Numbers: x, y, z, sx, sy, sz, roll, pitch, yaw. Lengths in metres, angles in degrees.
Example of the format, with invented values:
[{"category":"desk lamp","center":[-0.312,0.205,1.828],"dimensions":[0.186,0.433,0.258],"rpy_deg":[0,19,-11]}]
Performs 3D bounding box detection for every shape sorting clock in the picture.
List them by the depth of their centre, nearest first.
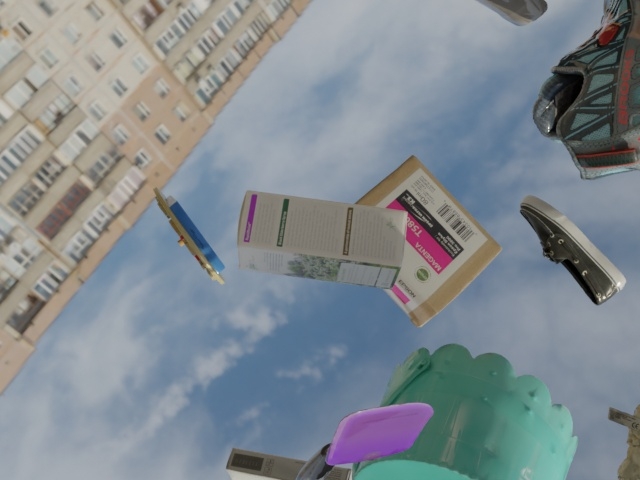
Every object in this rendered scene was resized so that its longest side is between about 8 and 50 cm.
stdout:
[{"category":"shape sorting clock","center":[-0.232,-0.006,1.339],"dimensions":[0.040,0.206,0.206],"rpy_deg":[-36,-148,-9]}]

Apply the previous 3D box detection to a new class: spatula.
[{"category":"spatula","center":[0.022,0.198,0.709],"dimensions":[0.296,0.084,0.030],"rpy_deg":[122,-41,-62]}]

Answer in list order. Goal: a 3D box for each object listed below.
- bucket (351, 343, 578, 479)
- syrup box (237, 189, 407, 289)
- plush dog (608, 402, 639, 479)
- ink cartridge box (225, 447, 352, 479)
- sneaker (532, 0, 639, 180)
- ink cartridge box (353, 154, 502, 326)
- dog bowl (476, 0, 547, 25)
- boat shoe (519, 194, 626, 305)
[{"category":"bucket","center":[0.182,0.297,1.002],"dimensions":[0.281,0.281,0.183],"rpy_deg":[-10,-150,37]},{"category":"syrup box","center":[0.000,0.000,1.117],"dimensions":[0.237,0.093,0.096],"rpy_deg":[8,-115,0]},{"category":"plush dog","center":[0.673,0.349,1.373],"dimensions":[0.262,0.225,0.210],"rpy_deg":[-41,-137,40]},{"category":"ink cartridge box","center":[-0.056,0.565,1.731],"dimensions":[0.275,0.238,0.060],"rpy_deg":[6,-129,14]},{"category":"sneaker","center":[0.203,-0.125,0.532],"dimensions":[0.125,0.104,0.262],"rpy_deg":[-24,-160,25]},{"category":"ink cartridge box","center":[0.166,-0.001,1.330],"dimensions":[0.193,0.234,0.088],"rpy_deg":[-41,175,-27]},{"category":"dog bowl","center":[0.174,-0.358,0.610],"dimensions":[0.349,0.102,0.348],"rpy_deg":[-165,-90,-85]},{"category":"boat shoe","center":[0.265,0.010,0.825],"dimensions":[0.040,0.142,0.049],"rpy_deg":[-44,171,-5]}]
